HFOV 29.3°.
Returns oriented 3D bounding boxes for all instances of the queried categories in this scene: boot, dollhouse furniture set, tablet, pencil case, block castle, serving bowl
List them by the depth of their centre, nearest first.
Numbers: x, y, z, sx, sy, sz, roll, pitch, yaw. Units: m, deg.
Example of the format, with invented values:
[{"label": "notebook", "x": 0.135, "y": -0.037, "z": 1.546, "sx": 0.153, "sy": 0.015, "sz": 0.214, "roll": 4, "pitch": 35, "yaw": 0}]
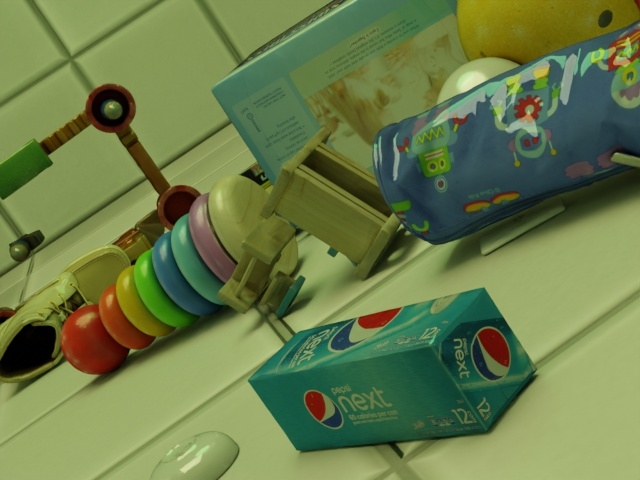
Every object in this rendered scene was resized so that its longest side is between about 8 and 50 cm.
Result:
[{"label": "serving bowl", "x": -0.109, "y": 0.183, "z": 1.009, "sx": 0.083, "sy": 0.027, "sz": 0.083, "roll": -31, "pitch": 12, "yaw": 7}, {"label": "pencil case", "x": 0.190, "y": -0.086, "z": 1.059, "sx": 0.306, "sy": 0.119, "sz": 0.133, "roll": -20, "pitch": 57, "yaw": 36}, {"label": "tablet", "x": 0.180, "y": -0.016, "z": 1.099, "sx": 0.083, "sy": 0.006, "sz": 0.054, "roll": -30, "pitch": 12, "yaw": 13}, {"label": "dollhouse furniture set", "x": 0.000, "y": 0.000, "z": 1.315, "sx": 0.183, "sy": 0.129, "sz": 0.129, "roll": -61, "pitch": -6, "yaw": 33}, {"label": "boot", "x": -0.395, "y": 0.112, "z": 1.873, "sx": 0.262, "sy": 0.095, "sz": 0.203, "roll": -37, "pitch": 12, "yaw": -7}, {"label": "block castle", "x": -0.451, "y": -0.031, "z": 2.093, "sx": 0.453, "sy": 0.303, "sz": 0.213, "roll": -36, "pitch": 13, "yaw": -9}]

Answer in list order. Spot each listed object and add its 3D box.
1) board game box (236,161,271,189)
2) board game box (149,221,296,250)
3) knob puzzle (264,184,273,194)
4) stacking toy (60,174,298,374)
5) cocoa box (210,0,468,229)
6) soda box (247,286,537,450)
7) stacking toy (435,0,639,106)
[{"label": "board game box", "x": -0.091, "y": -0.115, "z": 2.056, "sx": 0.170, "sy": 0.048, "sz": 0.141, "roll": -34, "pitch": 5, "yaw": -5}, {"label": "board game box", "x": -0.136, "y": -0.004, "z": 1.692, "sx": 0.160, "sy": 0.039, "sz": 0.211, "roll": -42, "pitch": 25, "yaw": -21}, {"label": "knob puzzle", "x": -0.094, "y": -0.016, "z": 1.750, "sx": 0.213, "sy": 0.030, "sz": 0.213, "roll": -27, "pitch": 24, "yaw": 13}, {"label": "stacking toy", "x": -0.191, "y": 0.059, "z": 1.500, "sx": 0.330, "sy": 0.141, "sz": 0.141, "roll": -33, "pitch": 11, "yaw": 24}, {"label": "cocoa box", "x": 0.079, "y": -0.212, "z": 1.593, "sx": 0.347, "sy": 0.231, "sz": 0.228, "roll": -27, "pitch": 13, "yaw": 24}, {"label": "soda box", "x": 0.044, "y": 0.094, "z": 0.855, "sx": 0.210, "sy": 0.071, "sz": 0.067, "roll": -19, "pitch": 19, "yaw": 51}, {"label": "stacking toy", "x": 0.270, "y": -0.259, "z": 1.340, "sx": 0.351, "sy": 0.351, "sz": 0.479, "roll": -14, "pitch": 42, "yaw": 58}]
